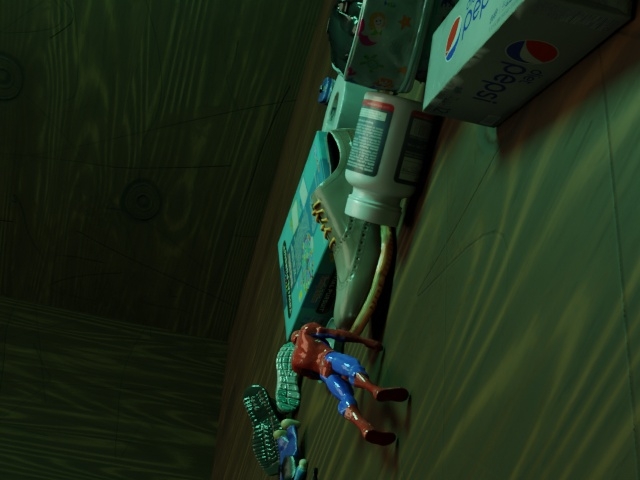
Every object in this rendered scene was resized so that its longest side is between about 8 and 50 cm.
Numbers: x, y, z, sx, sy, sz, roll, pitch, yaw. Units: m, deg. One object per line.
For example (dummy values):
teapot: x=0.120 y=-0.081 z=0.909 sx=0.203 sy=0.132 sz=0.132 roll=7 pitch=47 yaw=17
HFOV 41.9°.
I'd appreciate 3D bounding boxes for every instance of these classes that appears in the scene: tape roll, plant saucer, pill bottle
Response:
tape roll: x=0.056 y=-0.253 z=1.774 sx=0.219 sy=0.072 sz=0.219 roll=-167 pitch=90 yaw=-82
plant saucer: x=0.020 y=0.199 z=1.505 sx=0.119 sy=0.021 sz=0.119 roll=-168 pitch=90 yaw=-81
pill bottle: x=0.095 y=-0.117 z=1.209 sx=0.108 sy=0.108 sz=0.180 roll=-125 pitch=50 yaw=-78

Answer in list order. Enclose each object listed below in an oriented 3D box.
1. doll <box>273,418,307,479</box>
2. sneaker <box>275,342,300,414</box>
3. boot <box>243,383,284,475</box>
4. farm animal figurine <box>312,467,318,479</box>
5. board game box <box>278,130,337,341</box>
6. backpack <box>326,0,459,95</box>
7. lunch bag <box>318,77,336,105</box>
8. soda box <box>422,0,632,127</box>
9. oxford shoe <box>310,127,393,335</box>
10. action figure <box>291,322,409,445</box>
doll: x=-0.061 y=0.439 z=1.580 sx=0.189 sy=0.046 sz=0.129 roll=-96 pitch=29 yaw=-47
sneaker: x=-0.073 y=0.303 z=1.820 sx=0.076 sy=0.065 sz=0.166 roll=109 pitch=172 yaw=-56
boot: x=-0.099 y=0.421 z=1.838 sx=0.137 sy=0.076 sz=0.198 roll=54 pitch=-160 yaw=-63
farm animal figurine: x=-0.093 y=0.519 z=1.145 sx=0.327 sy=0.330 sz=0.172 roll=69 pitch=155 yaw=20
board game box: x=0.000 y=0.000 z=1.612 sx=0.336 sy=0.079 sz=0.254 roll=112 pitch=158 yaw=-47
backpack: x=0.103 y=-0.319 z=1.174 sx=0.253 sy=0.191 sz=0.225 roll=-80 pitch=3 yaw=-73
lunch bag: x=0.028 y=-0.382 z=2.159 sx=0.098 sy=0.065 sz=0.067 roll=-154 pitch=77 yaw=-82
soda box: x=0.188 y=-0.204 z=0.803 sx=0.286 sy=0.091 sz=0.098 roll=135 pitch=146 yaw=-74
oxford shoe: x=0.041 y=-0.016 z=1.317 sx=0.130 sy=0.132 sz=0.364 roll=118 pitch=162 yaw=-58
action figure: x=0.053 y=0.186 z=1.157 sx=0.280 sy=0.139 sz=0.091 roll=31 pitch=106 yaw=58
